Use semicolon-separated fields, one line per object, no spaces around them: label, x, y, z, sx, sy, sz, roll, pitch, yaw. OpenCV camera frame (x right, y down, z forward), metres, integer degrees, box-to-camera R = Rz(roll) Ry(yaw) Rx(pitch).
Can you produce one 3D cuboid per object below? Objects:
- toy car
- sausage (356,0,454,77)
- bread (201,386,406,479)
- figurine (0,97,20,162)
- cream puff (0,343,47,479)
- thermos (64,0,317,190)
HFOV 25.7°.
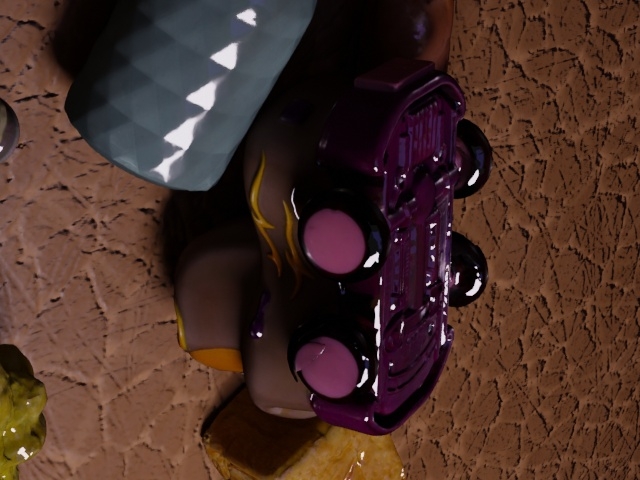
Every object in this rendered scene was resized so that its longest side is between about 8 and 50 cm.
toy car;0.000;0.000;1.254;0.271;0.240;0.341;-33;131;-57
sausage;0.068;-0.054;1.389;0.094;0.094;0.419;-30;132;-53
bread;-0.017;0.224;1.438;0.143;0.149;0.158;-37;132;-23
figurine;-0.353;-0.105;0.950;0.248;0.203;0.380;-46;149;7
cream puff;-0.308;0.155;1.140;0.194;0.195;0.221;-3;120;-39
thermos;-0.089;-0.197;1.124;0.145;0.182;0.286;6;122;-52
